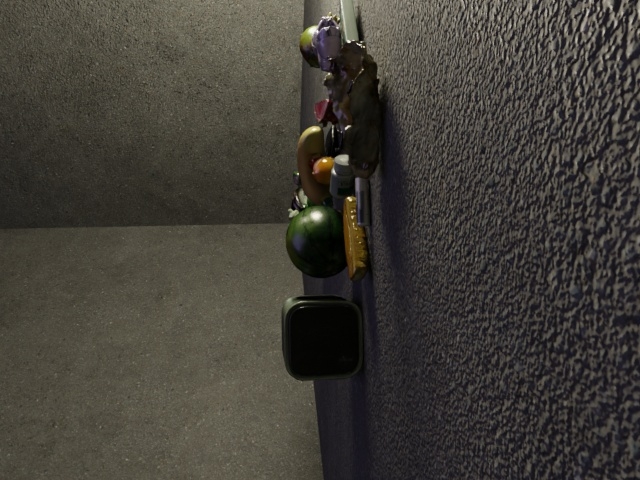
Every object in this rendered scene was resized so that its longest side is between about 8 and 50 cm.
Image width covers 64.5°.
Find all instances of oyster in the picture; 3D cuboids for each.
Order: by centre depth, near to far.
[{"bbox_3d":[0.091,-0.322,1.272,0.198,0.133,0.337,-176,82,-81],"label":"oyster"}]

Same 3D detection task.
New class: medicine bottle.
[{"bbox_3d":[0.074,-0.209,1.664,0.080,0.080,0.130,-99,10,-48],"label":"medicine bottle"}]

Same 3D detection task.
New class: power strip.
[{"bbox_3d":[0.093,-0.627,1.556,0.145,0.061,0.215,87,180,-65],"label":"power strip"}]

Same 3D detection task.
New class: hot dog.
[{"bbox_3d":[0.105,-0.010,1.513,0.088,0.061,0.286,106,163,-59],"label":"hot dog"}]

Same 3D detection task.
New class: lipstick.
[{"bbox_3d":[0.121,-0.109,1.448,0.040,0.040,0.141,161,107,-83],"label":"lipstick"}]

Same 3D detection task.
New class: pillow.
[{"bbox_3d":[0.040,-0.354,2.061,0.208,0.055,0.141,100,174,-52],"label":"pillow"}]

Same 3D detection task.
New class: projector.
[{"bbox_3d":[-0.002,0.313,1.689,0.249,0.248,0.248,160,109,-83],"label":"projector"}]

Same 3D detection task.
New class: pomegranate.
[{"bbox_3d":[0.011,-0.740,1.888,0.205,0.159,0.159,-65,13,11],"label":"pomegranate"}]

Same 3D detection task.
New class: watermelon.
[{"bbox_3d":[0.001,0.004,1.683,0.242,0.242,0.242,179,90,-83],"label":"watermelon"}]

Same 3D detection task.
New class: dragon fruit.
[{"bbox_3d":[0.037,-0.469,1.890,0.147,0.102,0.096,-147,53,-77],"label":"dragon fruit"}]

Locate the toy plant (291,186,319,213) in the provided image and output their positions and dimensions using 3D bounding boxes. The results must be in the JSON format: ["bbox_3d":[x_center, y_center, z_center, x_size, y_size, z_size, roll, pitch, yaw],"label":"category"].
[{"bbox_3d":[-0.034,-0.186,2.306,0.235,0.175,0.218,-51,27,39],"label":"toy plant"}]

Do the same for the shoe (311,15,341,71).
[{"bbox_3d":[0.020,-0.628,1.551,0.137,0.095,0.245,85,178,-47],"label":"shoe"}]

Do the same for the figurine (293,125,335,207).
[{"bbox_3d":[-0.008,-0.282,1.969,0.222,0.124,0.324,42,144,44],"label":"figurine"}]

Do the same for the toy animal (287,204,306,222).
[{"bbox_3d":[-0.045,-0.078,2.225,0.121,0.225,0.094,103,-170,-62],"label":"toy animal"}]

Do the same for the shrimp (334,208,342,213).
[{"bbox_3d":[0.065,-0.035,1.920,0.219,0.046,0.152,-101,11,-75],"label":"shrimp"}]
